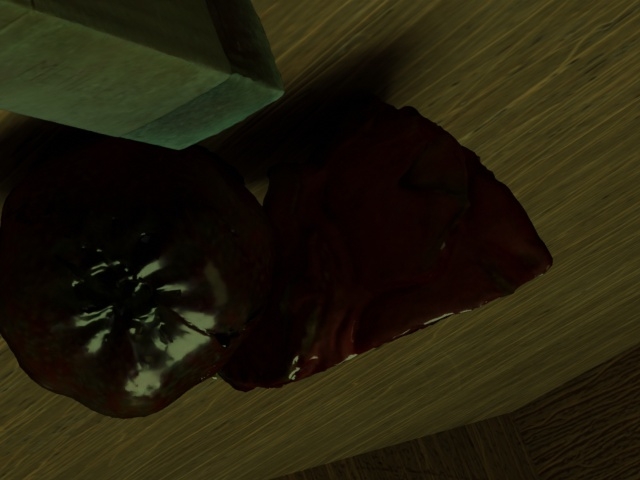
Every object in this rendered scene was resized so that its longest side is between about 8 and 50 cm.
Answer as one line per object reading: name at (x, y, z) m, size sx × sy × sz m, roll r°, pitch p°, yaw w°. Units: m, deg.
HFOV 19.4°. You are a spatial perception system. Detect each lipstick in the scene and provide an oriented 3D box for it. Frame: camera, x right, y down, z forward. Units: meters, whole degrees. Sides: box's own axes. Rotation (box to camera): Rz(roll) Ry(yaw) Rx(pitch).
lipstick at (-0.135, -0.109, 0.845) m, size 0.076 × 0.080 × 0.371 m, roll -26°, pitch 166°, yaw 20°

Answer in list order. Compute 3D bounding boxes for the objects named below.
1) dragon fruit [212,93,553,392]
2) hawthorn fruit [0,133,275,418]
dragon fruit at (0.000, 0.000, 1.276) m, size 0.205 × 0.152 × 0.317 m, roll -26°, pitch -177°, yaw -14°
hawthorn fruit at (-0.124, 0.014, 1.177) m, size 0.181 × 0.181 × 0.235 m, roll -20°, pitch -174°, yaw -8°
